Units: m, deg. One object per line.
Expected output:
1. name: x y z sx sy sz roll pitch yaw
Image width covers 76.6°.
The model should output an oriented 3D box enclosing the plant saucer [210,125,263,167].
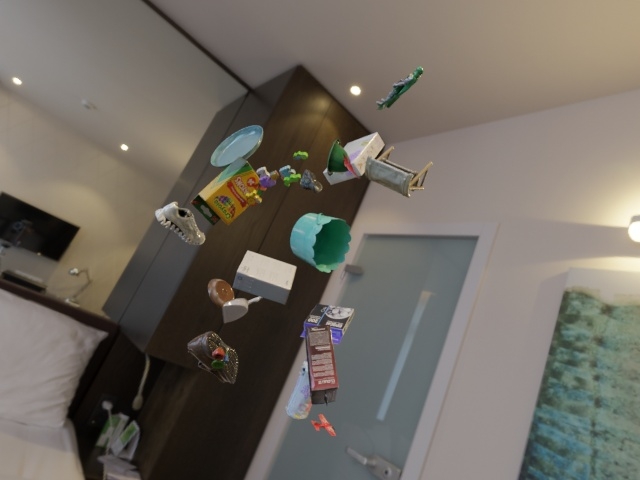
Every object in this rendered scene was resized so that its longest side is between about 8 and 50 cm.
1. plant saucer: -0.423 -0.477 2.090 0.317 0.317 0.044 9 -34 42

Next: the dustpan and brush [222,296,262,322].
1. dustpan and brush: -0.384 0.325 2.010 0.211 0.060 0.147 -11 -43 -19

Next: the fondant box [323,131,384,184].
1. fondant box: 0.195 -0.476 2.353 0.238 0.330 0.096 -10 -54 45

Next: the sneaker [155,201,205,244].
1. sneaker: -0.632 -0.075 1.908 0.110 0.118 0.292 56 6 37

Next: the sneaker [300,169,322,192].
1. sneaker: -0.066 -0.370 2.687 0.101 0.106 0.267 30 19 -32

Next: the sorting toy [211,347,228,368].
1. sorting toy: -0.389 0.453 1.573 0.061 0.042 0.102 6 -55 -9

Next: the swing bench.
1. swing bench: 0.392 -0.345 2.085 0.253 0.254 0.165 31 -50 26

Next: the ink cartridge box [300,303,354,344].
1. ink cartridge box: 0.032 0.394 1.943 0.206 0.208 0.045 4 -56 26

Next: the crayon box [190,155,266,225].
1. crayon box: -0.430 -0.216 1.925 0.081 0.318 0.202 37 -12 38

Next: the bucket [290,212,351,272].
1. bucket: 0.000 0.000 1.986 0.183 0.281 0.281 23 -12 40

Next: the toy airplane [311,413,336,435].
1. toy airplane: 0.014 0.933 2.038 0.151 0.028 0.151 33 3 -2

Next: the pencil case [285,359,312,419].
1. pencil case: -0.072 0.705 1.915 0.113 0.273 0.124 26 12 28

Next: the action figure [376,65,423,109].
1. action figure: 0.335 -0.634 1.679 0.063 0.137 0.232 52 -45 -7

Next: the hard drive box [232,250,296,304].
1. hard drive box: -0.234 0.155 1.735 0.232 0.089 0.181 19 29 -4

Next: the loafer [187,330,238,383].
1. loafer: -0.481 0.530 1.835 0.130 0.134 0.366 -8 -49 11

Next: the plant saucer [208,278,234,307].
1. plant saucer: -0.580 0.309 2.407 0.036 0.198 0.198 -32 -45 23

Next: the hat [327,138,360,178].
1. hat: 0.142 -0.370 1.947 0.183 0.208 0.173 15 -16 15

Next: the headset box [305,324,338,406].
1. headset box: 0.003 0.530 1.680 0.110 0.293 0.218 -5 -36 -5

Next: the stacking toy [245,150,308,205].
1. stacking toy: -0.144 -0.212 1.378 0.221 0.167 0.052 -19 -54 24
